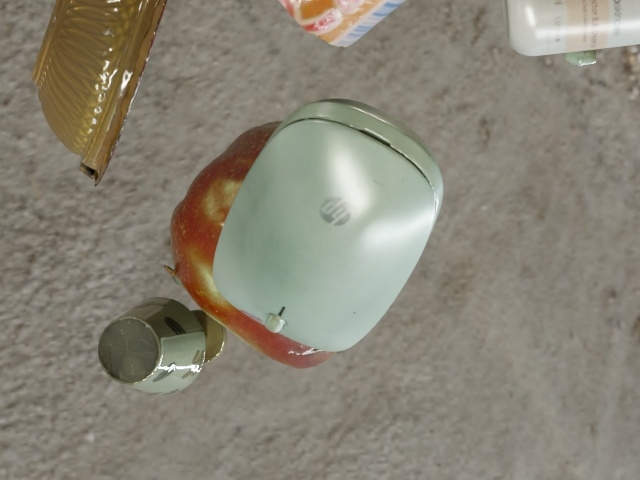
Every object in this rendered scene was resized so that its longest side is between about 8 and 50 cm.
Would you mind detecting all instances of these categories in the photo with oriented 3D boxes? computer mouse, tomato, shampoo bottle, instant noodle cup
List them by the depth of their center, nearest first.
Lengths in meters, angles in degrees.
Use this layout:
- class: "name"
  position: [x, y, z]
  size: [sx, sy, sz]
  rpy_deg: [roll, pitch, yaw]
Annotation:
- class: "shampoo bottle"
  position: [0.226, -0.174, 0.889]
  size: [0.074, 0.192, 0.074]
  rpy_deg: [-5, 90, -85]
- class: "computer mouse"
  position: [-0.002, 0.003, 1.050]
  size: [0.160, 0.288, 0.097]
  rpy_deg: [27, 43, -2]
- class: "instant noodle cup"
  position: [-0.204, -0.189, 1.153]
  size: [0.091, 0.274, 0.273]
  rpy_deg: [18, 61, -14]
- class: "tomato"
  position: [-0.049, 0.001, 1.534]
  size: [0.303, 0.239, 0.303]
  rpy_deg: [-55, 157, -38]

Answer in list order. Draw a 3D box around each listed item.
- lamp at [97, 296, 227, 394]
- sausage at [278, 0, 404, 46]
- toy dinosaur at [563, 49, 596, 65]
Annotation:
- class: "lamp"
  position: [-0.190, 0.128, 1.549]
  size: [0.215, 0.121, 0.121]
  rpy_deg: [-5, 84, -74]
- class: "sausage"
  position: [0.067, -0.425, 1.663]
  size: [0.233, 0.287, 0.233]
  rpy_deg: [37, 33, -29]
- class: "toy dinosaur"
  position: [0.321, -0.312, 1.387]
  size: [0.393, 0.092, 0.205]
  rpy_deg: [-75, 168, -57]
